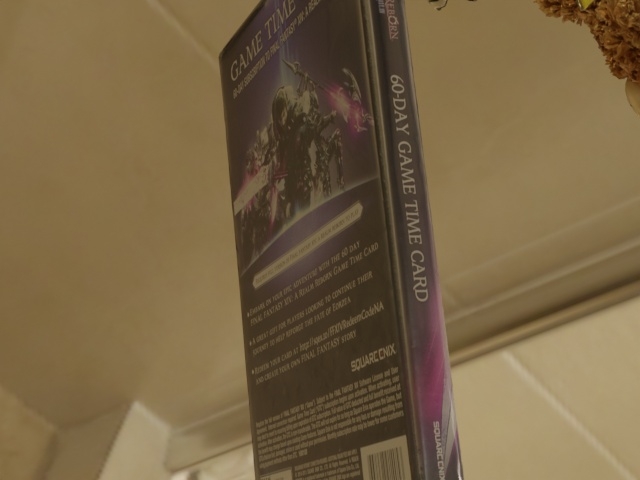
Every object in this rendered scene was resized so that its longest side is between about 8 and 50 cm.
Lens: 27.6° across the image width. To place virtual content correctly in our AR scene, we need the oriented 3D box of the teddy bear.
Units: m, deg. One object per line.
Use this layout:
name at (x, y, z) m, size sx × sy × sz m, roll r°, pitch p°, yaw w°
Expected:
teddy bear at (0.292, -0.168, 1.110) m, size 0.245 × 0.113 × 0.338 m, roll 33°, pitch 16°, yaw -23°

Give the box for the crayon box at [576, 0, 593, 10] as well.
crayon box at (0.125, -0.322, 0.794) m, size 0.202 × 0.081 × 0.318 m, roll -43°, pitch 117°, yaw -28°

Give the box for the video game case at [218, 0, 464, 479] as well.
video game case at (0.000, 0.000, 0.632) m, size 0.026 × 0.196 × 0.274 m, roll 1°, pitch 75°, yaw -22°

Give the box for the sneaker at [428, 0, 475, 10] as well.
sneaker at (0.107, -0.186, 0.910) m, size 0.083 × 0.032 × 0.037 m, roll -24°, pitch 92°, yaw -10°
